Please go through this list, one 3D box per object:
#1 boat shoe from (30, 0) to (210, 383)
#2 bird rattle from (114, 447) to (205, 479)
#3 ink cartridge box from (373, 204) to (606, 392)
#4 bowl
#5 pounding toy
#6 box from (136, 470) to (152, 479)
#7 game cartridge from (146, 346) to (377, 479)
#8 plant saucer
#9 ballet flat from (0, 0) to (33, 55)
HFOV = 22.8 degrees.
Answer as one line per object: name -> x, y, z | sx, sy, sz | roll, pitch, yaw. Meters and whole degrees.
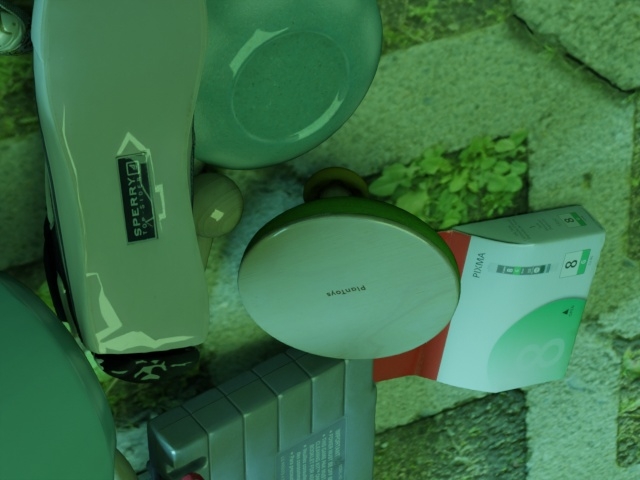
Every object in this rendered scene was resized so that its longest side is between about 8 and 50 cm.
boat shoe -> -0.159, -0.076, 1.149 | 0.127, 0.158, 0.340 | -4, 99, -24
bird rattle -> -0.209, 0.247, 1.307 | 0.253, 0.207, 0.143 | -37, 162, 14
ink cartridge box -> 0.147, 0.067, 1.491 | 0.225, 0.056, 0.181 | -11, 130, -27
bowl -> -0.265, 0.133, 1.148 | 0.163, 0.311, 0.311 | -35, 140, -31
pounding toy -> 0.000, 0.000, 1.329 | 0.237, 0.110, 0.183 | 7, 138, -2
box -> -0.219, 0.300, 1.464 | 0.186, 0.038, 0.145 | -21, 134, -17
game cartridge -> -0.050, 0.255, 1.489 | 0.230, 0.068, 0.355 | -29, 138, -32
plant saucer -> -0.030, -0.127, 1.232 | 0.195, 0.037, 0.195 | -17, 133, -19
ballet flat -> -0.234, -0.151, 1.084 | 0.041, 0.041, 0.114 | -47, 135, 10
